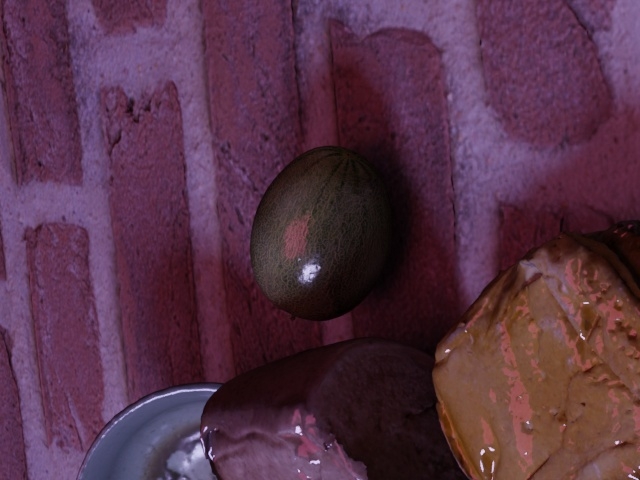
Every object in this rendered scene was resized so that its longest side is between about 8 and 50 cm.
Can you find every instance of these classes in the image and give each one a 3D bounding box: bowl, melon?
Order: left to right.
[{"bbox_3d":[-0.112,0.285,1.730,0.289,0.146,0.289,0,93,5],"label":"bowl"},{"bbox_3d":[0.000,0.000,1.581,0.139,0.139,0.192,36,119,35],"label":"melon"}]

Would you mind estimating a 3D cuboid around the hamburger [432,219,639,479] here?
[{"bbox_3d":[0.237,0.125,1.363,0.283,0.144,0.260,-40,67,48],"label":"hamburger"}]

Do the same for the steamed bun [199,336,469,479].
[{"bbox_3d":[0.056,0.218,1.534,0.301,0.199,0.251,53,147,-10],"label":"steamed bun"}]
